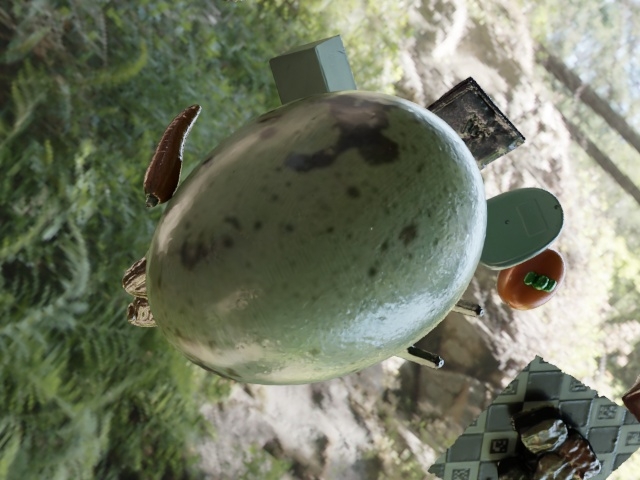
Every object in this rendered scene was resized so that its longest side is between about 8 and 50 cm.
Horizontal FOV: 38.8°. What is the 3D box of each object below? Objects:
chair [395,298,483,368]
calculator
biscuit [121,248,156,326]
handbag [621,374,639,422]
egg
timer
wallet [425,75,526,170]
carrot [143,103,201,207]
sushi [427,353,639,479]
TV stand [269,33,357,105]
[{"bbox_3d":[0.092,0.076,1.385,0.270,0.147,0.136,12,-133,44],"label":"chair"},{"bbox_3d":[0.244,-0.014,1.190,0.153,0.095,0.021,-24,167,17],"label":"calculator"},{"bbox_3d":[-0.156,0.047,1.265,0.290,0.208,0.041,-34,-126,20],"label":"biscuit"},{"bbox_3d":[0.472,0.208,1.032,0.135,0.225,0.146,-36,165,-19],"label":"handbag"},{"bbox_3d":[0.000,0.000,0.947,0.379,0.287,0.288,-31,-164,-16],"label":"egg"},{"bbox_3d":[0.373,0.067,1.587,0.136,0.099,0.136,-53,-167,18],"label":"timer"},{"bbox_3d":[0.278,-0.208,1.636,0.111,0.166,0.030,-32,-154,33],"label":"wallet"},{"bbox_3d":[-0.153,-0.090,0.936,0.035,0.035,0.142,-24,-138,46],"label":"carrot"},{"bbox_3d":[0.297,0.287,1.180,0.219,0.231,0.047,-52,-157,18],"label":"sushi"},{"bbox_3d":[0.018,-0.150,1.315,0.083,0.269,0.088,-10,-162,31],"label":"TV stand"}]
